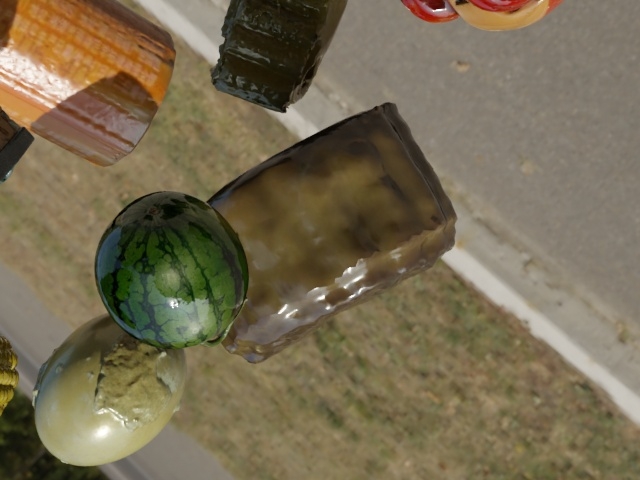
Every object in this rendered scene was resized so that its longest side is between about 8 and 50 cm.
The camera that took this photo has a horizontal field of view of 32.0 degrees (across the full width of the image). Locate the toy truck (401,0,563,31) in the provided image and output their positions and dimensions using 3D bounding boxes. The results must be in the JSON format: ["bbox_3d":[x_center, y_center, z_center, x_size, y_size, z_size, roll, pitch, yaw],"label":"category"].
[{"bbox_3d":[0.161,-0.302,0.907,0.265,0.239,0.189,59,171,-14],"label":"toy truck"}]

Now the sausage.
[{"bbox_3d":[-0.379,-0.264,1.564,0.287,0.233,0.233,29,172,-33],"label":"sausage"}]

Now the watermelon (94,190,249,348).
[{"bbox_3d":[-0.131,0.043,1.046,0.141,0.141,0.187,26,145,43],"label":"watermelon"}]

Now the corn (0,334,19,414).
[{"bbox_3d":[-0.361,0.120,1.003,0.130,0.130,0.347,43,175,6],"label":"corn"}]

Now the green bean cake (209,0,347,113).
[{"bbox_3d":[-0.043,-0.283,1.398,0.131,0.224,0.229,23,-164,-5],"label":"green bean cake"}]

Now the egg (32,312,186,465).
[{"bbox_3d":[-0.246,0.173,1.316,0.164,0.201,0.164,39,166,11],"label":"egg"}]

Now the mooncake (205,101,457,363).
[{"bbox_3d":[-0.002,0.000,1.282,0.187,0.324,0.324,60,162,5],"label":"mooncake"}]

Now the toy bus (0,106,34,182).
[{"bbox_3d":[-0.316,-0.041,0.836,0.103,0.182,0.091,48,-157,-19],"label":"toy bus"}]
